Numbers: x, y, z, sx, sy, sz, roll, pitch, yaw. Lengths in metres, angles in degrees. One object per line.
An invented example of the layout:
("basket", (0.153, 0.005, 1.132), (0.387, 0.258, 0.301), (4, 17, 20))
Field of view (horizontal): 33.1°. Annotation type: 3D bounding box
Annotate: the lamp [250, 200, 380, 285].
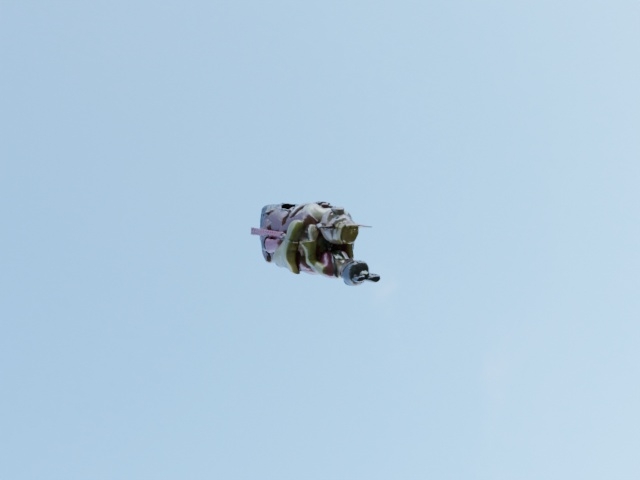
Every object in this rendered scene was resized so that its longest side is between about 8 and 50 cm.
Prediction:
("lamp", (0.000, 0.000, 1.546), (0.118, 0.253, 0.118), (-3, -84, -28))
